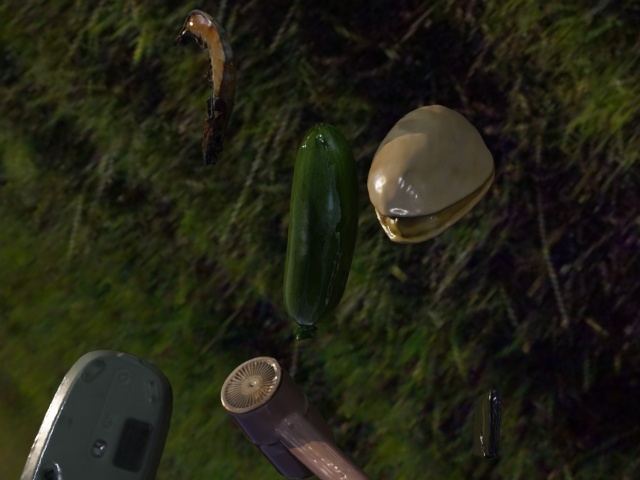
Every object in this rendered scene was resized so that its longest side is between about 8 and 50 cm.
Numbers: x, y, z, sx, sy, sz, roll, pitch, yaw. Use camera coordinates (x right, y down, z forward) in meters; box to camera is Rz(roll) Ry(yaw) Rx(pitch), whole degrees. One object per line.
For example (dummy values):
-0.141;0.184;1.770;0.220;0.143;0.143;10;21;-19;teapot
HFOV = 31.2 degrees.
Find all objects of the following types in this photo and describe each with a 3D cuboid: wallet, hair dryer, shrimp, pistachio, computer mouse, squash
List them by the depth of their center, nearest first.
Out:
0.131;-0.084;1.362;0.145;0.200;0.117;0;125;23;pistachio
0.202;0.224;1.389;0.018;0.082;0.156;4;170;3;wallet
-0.154;-0.204;1.477;0.148;0.035;0.195;43;136;40;shrimp
0.003;0.308;1.587;0.344;0.107;0.189;35;162;52;hair dryer
0.000;0.000;1.739;0.107;0.107;0.395;30;133;26;squash
-0.348;0.334;1.786;0.197;0.330;0.095;24;156;-12;computer mouse
